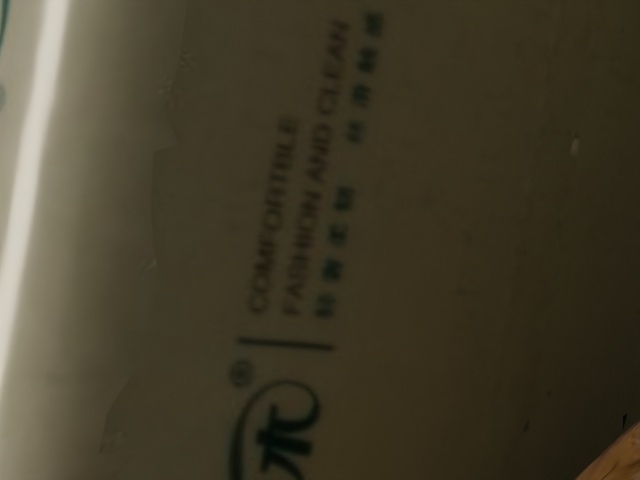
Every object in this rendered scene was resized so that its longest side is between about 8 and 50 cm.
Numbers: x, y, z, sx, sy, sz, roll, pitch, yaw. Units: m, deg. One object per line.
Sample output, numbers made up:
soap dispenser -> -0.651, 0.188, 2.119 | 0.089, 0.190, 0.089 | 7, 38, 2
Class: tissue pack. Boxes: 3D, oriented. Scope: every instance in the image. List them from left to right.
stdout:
tissue pack -> -0.008, -0.059, 0.511 | 0.207, 0.297, 0.380 | 12, 95, 45

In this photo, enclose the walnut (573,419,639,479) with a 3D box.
walnut -> 0.132, 0.120, 0.365 | 0.222, 0.195, 0.195 | -55, 40, 29
